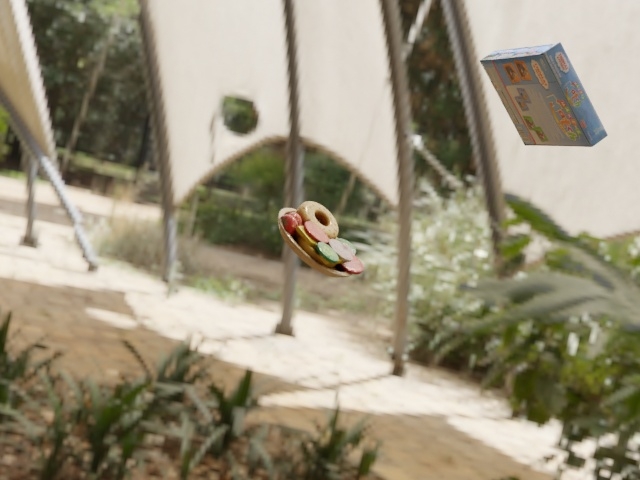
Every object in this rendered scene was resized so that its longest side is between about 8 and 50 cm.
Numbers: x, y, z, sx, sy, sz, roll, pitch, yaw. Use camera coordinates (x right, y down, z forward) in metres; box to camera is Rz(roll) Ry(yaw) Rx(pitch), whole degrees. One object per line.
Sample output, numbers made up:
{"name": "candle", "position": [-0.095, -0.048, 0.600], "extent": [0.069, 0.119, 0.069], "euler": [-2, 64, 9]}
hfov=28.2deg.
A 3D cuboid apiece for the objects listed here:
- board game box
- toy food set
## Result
{"name": "board game box", "position": [0.337, -0.219, 1.944], "extent": [0.039, 0.160, 0.211], "euler": [-33, 14, -12]}
{"name": "toy food set", "position": [0.000, 0.000, 1.064], "extent": [0.082, 0.020, 0.083], "euler": [49, 22, 19]}
